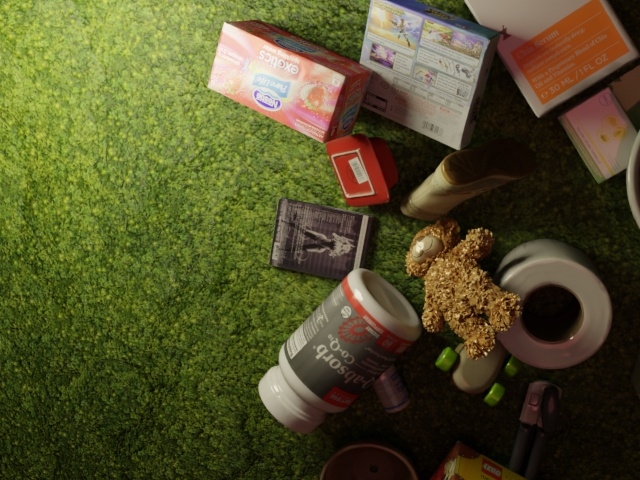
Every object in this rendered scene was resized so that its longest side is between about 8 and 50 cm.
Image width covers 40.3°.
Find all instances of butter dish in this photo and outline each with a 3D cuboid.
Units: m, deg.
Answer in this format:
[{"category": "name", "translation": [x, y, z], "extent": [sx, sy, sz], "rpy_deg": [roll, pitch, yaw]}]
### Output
[{"category": "butter dish", "translation": [0.111, -0.165, 1.898], "extent": [0.160, 0.118, 0.160], "rpy_deg": [-4, 110, 57]}]

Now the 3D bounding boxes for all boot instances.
[{"category": "boot", "translation": [0.315, -0.124, 1.868], "extent": [0.203, 0.262, 0.095], "rpy_deg": [-43, 67, 55]}]

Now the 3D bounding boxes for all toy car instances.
[{"category": "toy car", "translation": [0.333, 0.278, 1.944], "extent": [0.155, 0.188, 0.149], "rpy_deg": [36, 74, 1]}]

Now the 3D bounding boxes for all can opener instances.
[{"category": "can opener", "translation": [0.487, 0.456, 2.000], "extent": [0.076, 0.095, 0.283], "rpy_deg": [13, 106, 7]}]

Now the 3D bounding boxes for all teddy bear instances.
[{"category": "teddy bear", "translation": [0.286, 0.091, 1.827], "extent": [0.245, 0.113, 0.338], "rpy_deg": [-47, 52, 44]}]

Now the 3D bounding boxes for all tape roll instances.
[{"category": "tape roll", "translation": [0.492, 0.133, 1.875], "extent": [0.246, 0.169, 0.246], "rpy_deg": [3, 106, 10]}]

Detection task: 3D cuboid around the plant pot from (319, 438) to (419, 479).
[{"category": "plant pot", "translation": [0.122, 0.570, 2.088], "extent": [0.237, 0.110, 0.237], "rpy_deg": [2, 105, 8]}]

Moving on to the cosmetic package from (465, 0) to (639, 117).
[{"category": "cosmetic package", "translation": [0.409, -0.498, 1.727], "extent": [0.230, 0.161, 0.453], "rpy_deg": [-32, 96, 16]}]

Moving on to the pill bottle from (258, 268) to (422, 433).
[{"category": "pill bottle", "translation": [0.039, 0.255, 1.967], "extent": [0.210, 0.210, 0.363], "rpy_deg": [41, 108, -2]}]

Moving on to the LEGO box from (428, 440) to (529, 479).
[{"category": "LEGO box", "translation": [0.436, 0.761, 2.013], "extent": [0.500, 0.193, 0.372], "rpy_deg": [30, 117, 1]}]

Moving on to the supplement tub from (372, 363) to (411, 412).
[{"category": "supplement tub", "translation": [0.161, 0.342, 2.041], "extent": [0.071, 0.071, 0.107], "rpy_deg": [-24, 100, 15]}]

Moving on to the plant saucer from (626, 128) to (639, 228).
[{"category": "plant saucer", "translation": [0.809, -0.119, 1.757], "extent": [0.401, 0.100, 0.400], "rpy_deg": [0, 87, 3]}]

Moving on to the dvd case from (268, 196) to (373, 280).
[{"category": "dvd case", "translation": [0.000, 0.000, 2.006], "extent": [0.221, 0.018, 0.164], "rpy_deg": [12, 105, 8]}]

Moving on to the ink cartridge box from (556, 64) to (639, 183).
[{"category": "ink cartridge box", "translation": [0.637, -0.251, 1.809], "extent": [0.235, 0.056, 0.171], "rpy_deg": [-32, 97, 18]}]

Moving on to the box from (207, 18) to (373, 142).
[{"category": "box", "translation": [-0.066, -0.337, 1.822], "extent": [0.300, 0.142, 0.154], "rpy_deg": [28, 117, 18]}]

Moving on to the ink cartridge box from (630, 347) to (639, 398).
[{"category": "ink cartridge box", "translation": [0.808, 0.226, 1.872], "extent": [0.197, 0.114, 0.272], "rpy_deg": [12, 107, 6]}]

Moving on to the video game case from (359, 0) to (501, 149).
[{"category": "video game case", "translation": [0.208, -0.348, 1.771], "extent": [0.269, 0.061, 0.244], "rpy_deg": [29, 130, 24]}]
